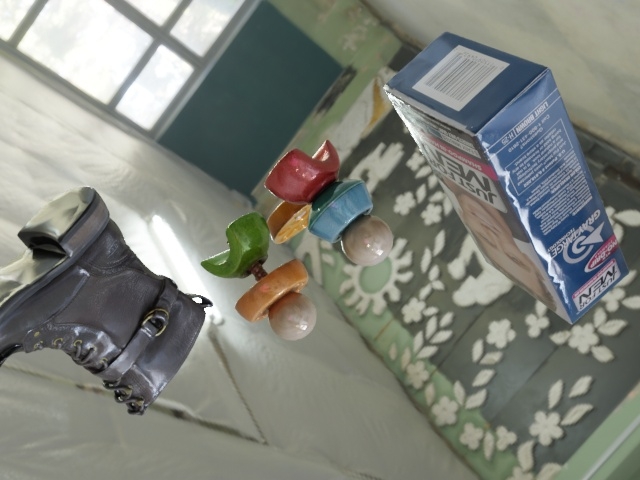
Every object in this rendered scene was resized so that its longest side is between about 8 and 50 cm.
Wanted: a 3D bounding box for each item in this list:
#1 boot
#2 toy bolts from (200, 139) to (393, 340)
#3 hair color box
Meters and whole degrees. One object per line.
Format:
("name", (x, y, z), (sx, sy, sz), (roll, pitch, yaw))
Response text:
("boot", (-0.228, 0.102, 0.670), (0.091, 0.263, 0.229), (17, 148, 41))
("toy bolts", (0.000, 0.000, 0.878), (0.158, 0.228, 0.218), (49, -141, 10))
("hair color box", (0.227, -0.065, 0.827), (0.347, 0.105, 0.174), (50, 177, -39))
